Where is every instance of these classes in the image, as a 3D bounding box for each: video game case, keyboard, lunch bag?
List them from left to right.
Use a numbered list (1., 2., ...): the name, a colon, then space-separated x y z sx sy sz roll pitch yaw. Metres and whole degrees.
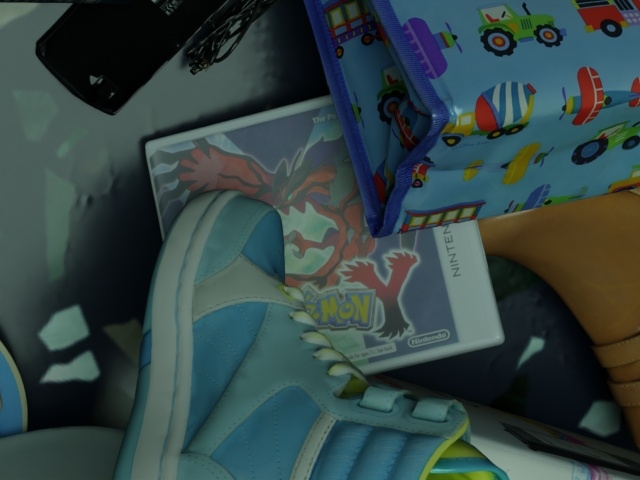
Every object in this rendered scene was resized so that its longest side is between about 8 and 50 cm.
1. keyboard: -0.087 -0.156 1.197 0.192 0.038 0.100 -45 82 -1
2. video game case: 0.000 0.000 1.175 0.201 0.023 0.183 -14 78 8
3. lunch bag: 0.101 -0.172 1.150 0.221 0.138 0.293 -11 63 -21

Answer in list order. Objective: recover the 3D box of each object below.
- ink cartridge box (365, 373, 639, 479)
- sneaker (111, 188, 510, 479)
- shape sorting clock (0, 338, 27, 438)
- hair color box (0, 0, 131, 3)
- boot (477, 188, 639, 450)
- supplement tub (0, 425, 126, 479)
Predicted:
1. ink cartridge box: 0.143 0.190 1.199 0.306 0.226 0.131 19 91 -15
2. sneaker: 0.004 0.092 1.036 0.208 0.319 0.127 -3 136 10
3. shape sorting clock: -0.289 0.121 1.166 0.206 0.040 0.206 -8 117 -15
4. hair color box: -0.278 -0.231 1.089 0.347 0.105 0.174 -1 93 -12
5. boot: 0.196 0.039 1.262 0.283 0.109 0.220 -15 106 -17
6. supplement tub: -0.158 0.303 1.132 0.235 0.235 0.325 -16 107 -10
